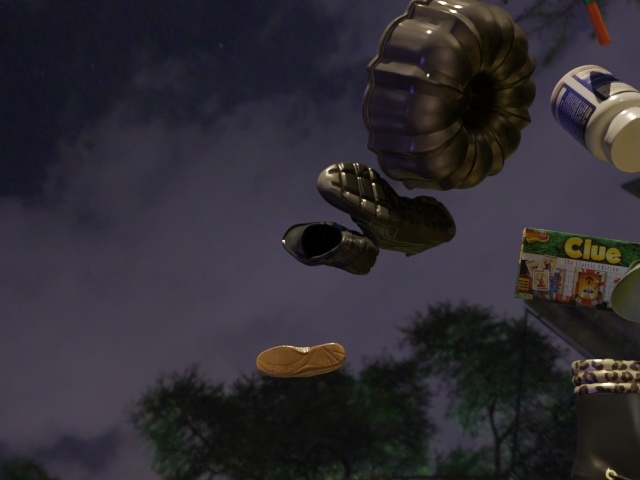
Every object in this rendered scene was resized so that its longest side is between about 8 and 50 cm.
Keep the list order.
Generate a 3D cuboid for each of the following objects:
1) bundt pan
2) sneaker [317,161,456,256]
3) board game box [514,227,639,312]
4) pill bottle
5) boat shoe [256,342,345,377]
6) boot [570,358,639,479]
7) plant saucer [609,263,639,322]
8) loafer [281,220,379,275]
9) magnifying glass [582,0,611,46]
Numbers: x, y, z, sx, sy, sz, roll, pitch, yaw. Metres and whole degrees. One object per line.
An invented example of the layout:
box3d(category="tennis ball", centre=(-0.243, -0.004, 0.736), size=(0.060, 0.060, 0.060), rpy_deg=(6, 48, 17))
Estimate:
box3d(category="bundt pan", centre=(0.230, -0.228, 1.106), size=(0.330, 0.124, 0.331), rpy_deg=(-16, -64, -35))
box3d(category="sneaker", centre=(0.093, -0.033, 1.070), size=(0.267, 0.101, 0.106), rpy_deg=(22, -44, -33))
box3d(category="board game box", centre=(0.502, 0.060, 1.275), size=(0.030, 0.259, 0.136), rpy_deg=(47, -128, -78))
box3d(category="pill bottle", centre=(0.606, -0.257, 1.445), size=(0.153, 0.265, 0.153), rpy_deg=(-4, -57, -6))
box3d(category="boat shoe", centre=(-0.034, 0.232, 1.296), size=(0.169, 0.063, 0.059), rpy_deg=(-5, -26, 8))
box3d(category="boot", centre=(0.355, 0.212, 0.662), size=(0.236, 0.179, 0.085), rpy_deg=(6, -26, 5))
box3d(category="plant saucer", centre=(0.582, 0.071, 1.147), size=(0.194, 0.038, 0.195), rpy_deg=(1, -40, 1))
box3d(category="loafer", centre=(0.000, 0.000, 1.043), size=(0.078, 0.223, 0.076), rpy_deg=(33, -101, -31))
box3d(category="magnifying glass", centre=(0.564, -0.522, 1.454), size=(0.026, 0.231, 0.092), rpy_deg=(-19, -5, 19))
